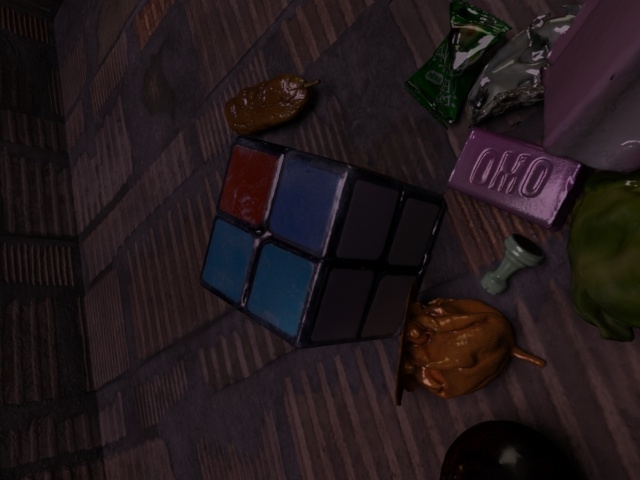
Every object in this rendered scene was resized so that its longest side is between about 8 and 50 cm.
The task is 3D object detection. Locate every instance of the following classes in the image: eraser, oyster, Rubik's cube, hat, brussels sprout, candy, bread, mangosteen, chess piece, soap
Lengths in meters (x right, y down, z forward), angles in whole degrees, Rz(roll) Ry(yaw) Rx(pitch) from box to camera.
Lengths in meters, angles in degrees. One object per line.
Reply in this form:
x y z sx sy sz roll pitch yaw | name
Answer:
0.393 -0.272 0.497 0.359 0.122 0.272 114 179 -48 | eraser
0.360 -0.282 0.780 0.199 0.087 0.252 41 106 47 | oyster
0.000 0.000 0.925 0.318 0.313 0.317 23 101 40 | Rubik's cube
0.257 0.198 0.810 0.233 0.233 0.245 7 103 16 | hat
0.433 0.016 0.562 0.294 0.259 0.227 -88 0 -68 | brussels sprout
0.252 -0.332 0.894 0.203 0.078 0.141 -61 39 34 | candy
-0.123 -0.357 1.230 0.343 0.084 0.124 -6 104 41 | bread
0.310 0.394 0.697 0.261 0.235 0.236 13 96 -1 | mangosteen
0.319 0.045 0.805 0.067 0.067 0.103 52 128 33 | chess piece
0.330 -0.108 0.805 0.203 0.065 0.122 32 107 40 | soap
